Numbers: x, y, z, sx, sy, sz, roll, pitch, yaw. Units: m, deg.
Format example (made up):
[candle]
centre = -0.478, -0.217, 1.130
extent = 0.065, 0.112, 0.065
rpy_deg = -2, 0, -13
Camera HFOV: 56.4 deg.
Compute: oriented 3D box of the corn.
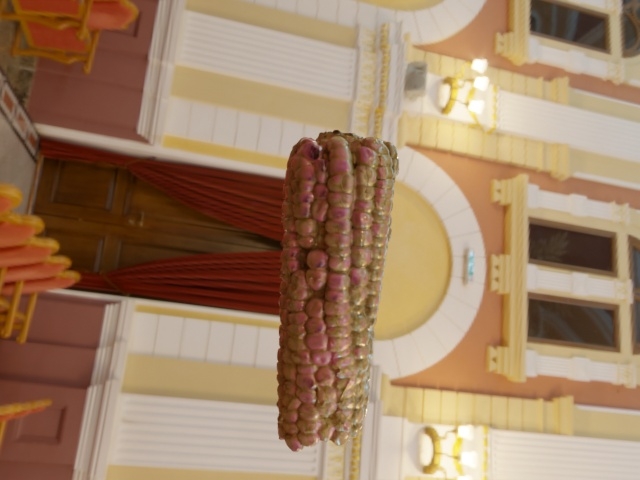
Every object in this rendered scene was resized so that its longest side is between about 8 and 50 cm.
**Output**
[corn]
centre = 0.010, 0.051, 0.625
extent = 0.126, 0.127, 0.335
rpy_deg = 176, -80, -77
